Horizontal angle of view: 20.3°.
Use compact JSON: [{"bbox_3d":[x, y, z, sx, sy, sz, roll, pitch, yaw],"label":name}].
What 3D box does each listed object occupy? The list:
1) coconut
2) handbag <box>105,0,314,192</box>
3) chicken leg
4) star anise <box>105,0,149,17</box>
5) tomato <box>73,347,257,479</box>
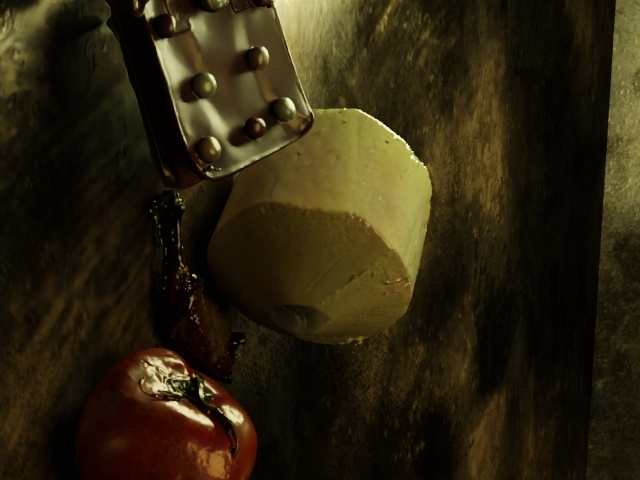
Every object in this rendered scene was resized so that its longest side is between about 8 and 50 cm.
[{"bbox_3d":[0.000,0.000,1.981,0.239,0.239,0.244,68,33,-45],"label":"coconut"},{"bbox_3d":[-0.106,-0.177,1.823,0.203,0.074,0.216,-30,109,-48],"label":"handbag"},{"bbox_3d":[-0.137,0.061,1.903,0.106,0.051,0.253,-69,151,-47],"label":"chicken leg"},{"bbox_3d":[-0.187,-0.335,1.690,0.214,0.099,0.220,60,43,-29],"label":"star anise"},{"bbox_3d":[-0.150,0.199,1.747,0.187,0.187,0.151,-30,145,-62],"label":"tomato"}]
